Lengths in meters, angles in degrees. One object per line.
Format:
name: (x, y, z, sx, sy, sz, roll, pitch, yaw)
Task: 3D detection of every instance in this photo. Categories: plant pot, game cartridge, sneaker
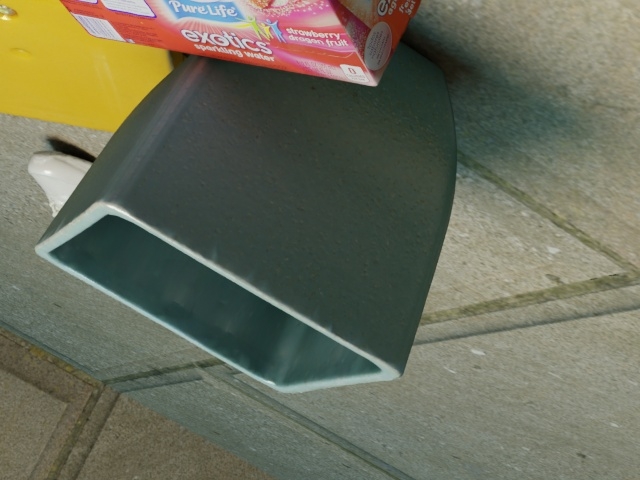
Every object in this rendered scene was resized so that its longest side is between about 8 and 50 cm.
plant pot: (-0.036, -0.053, 1.085, 0.248, 0.252, 0.247, 31, 162, -15)
game cartridge: (-0.263, -0.189, 1.253, 0.285, 0.053, 0.324, 11, 163, 3)
sneaker: (-0.291, -0.023, 1.725, 0.090, 0.115, 0.232, 12, 157, 35)

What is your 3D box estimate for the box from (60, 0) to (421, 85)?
box: (-0.065, -0.202, 0.921, 0.257, 0.122, 0.128, 14, 158, 32)
